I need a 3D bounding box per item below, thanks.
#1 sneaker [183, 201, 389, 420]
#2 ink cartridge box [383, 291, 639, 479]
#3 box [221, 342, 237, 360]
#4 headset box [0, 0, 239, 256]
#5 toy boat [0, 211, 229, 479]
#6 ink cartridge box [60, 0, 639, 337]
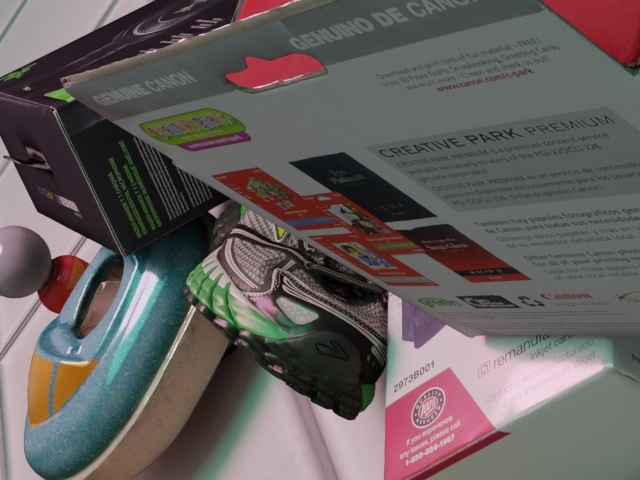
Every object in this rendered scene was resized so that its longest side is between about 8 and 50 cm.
[{"bbox_3d":[0.000,0.000,0.990,0.146,0.134,0.343,-49,16,14],"label":"sneaker"},{"bbox_3d":[0.127,0.026,0.838,0.172,0.100,0.237,-36,37,38],"label":"ink cartridge box"},{"bbox_3d":[-0.094,0.071,1.254,0.067,0.018,0.083,-41,35,34],"label":"box"},{"bbox_3d":[-0.125,-0.115,1.212,0.283,0.131,0.246,-30,21,-18],"label":"headset box"},{"bbox_3d":[-0.199,0.069,1.252,0.268,0.148,0.318,-62,28,1],"label":"toy boat"},{"bbox_3d":[0.083,-0.069,0.604,0.309,0.271,0.130,-4,61,56],"label":"ink cartridge box"}]
